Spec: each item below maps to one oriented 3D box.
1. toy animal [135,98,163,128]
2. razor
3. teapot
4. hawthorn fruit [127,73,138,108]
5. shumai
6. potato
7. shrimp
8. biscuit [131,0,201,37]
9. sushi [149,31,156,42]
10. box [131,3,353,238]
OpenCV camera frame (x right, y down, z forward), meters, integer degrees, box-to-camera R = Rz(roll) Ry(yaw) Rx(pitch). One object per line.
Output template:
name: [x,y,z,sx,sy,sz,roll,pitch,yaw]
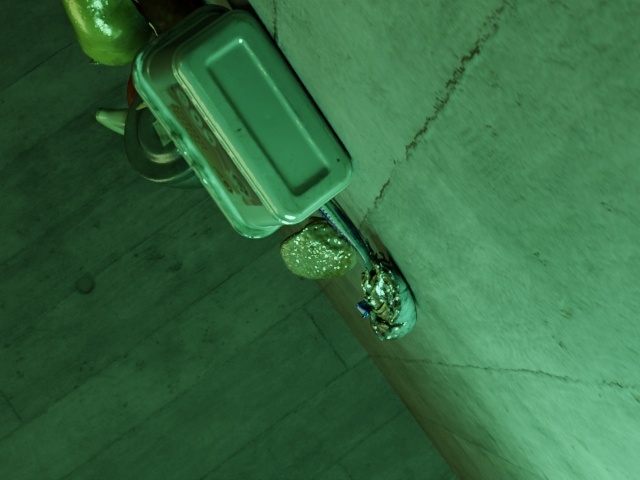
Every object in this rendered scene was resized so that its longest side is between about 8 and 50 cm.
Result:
toy animal: [-0.236,-0.213,2.018,0.179,0.089,0.188,38,-173,-26]
razor: [0.027,-0.029,1.890,0.056,0.093,0.324,-40,80,45]
teapot: [-0.278,-0.197,2.305,0.239,0.321,0.239,22,-126,-56]
hawthorn fruit: [-0.351,-0.343,2.618,0.210,0.210,0.262,-141,35,-74]
shumai: [-0.002,0.002,2.082,0.145,0.145,0.116,57,-148,-34]
potato: [-0.402,-0.447,2.090,0.143,0.169,0.248,10,140,32]
shrimp: [0.097,0.071,1.733,0.090,0.079,0.233,-108,-2,-48]
biscuit: [-0.233,-0.353,1.907,0.407,0.091,0.407,55,179,2]
sushi: [-0.318,-0.405,2.276,0.241,0.107,0.161,48,177,-15]
box: [-0.093,-0.159,1.476,0.312,0.175,0.182,55,166,-13]
